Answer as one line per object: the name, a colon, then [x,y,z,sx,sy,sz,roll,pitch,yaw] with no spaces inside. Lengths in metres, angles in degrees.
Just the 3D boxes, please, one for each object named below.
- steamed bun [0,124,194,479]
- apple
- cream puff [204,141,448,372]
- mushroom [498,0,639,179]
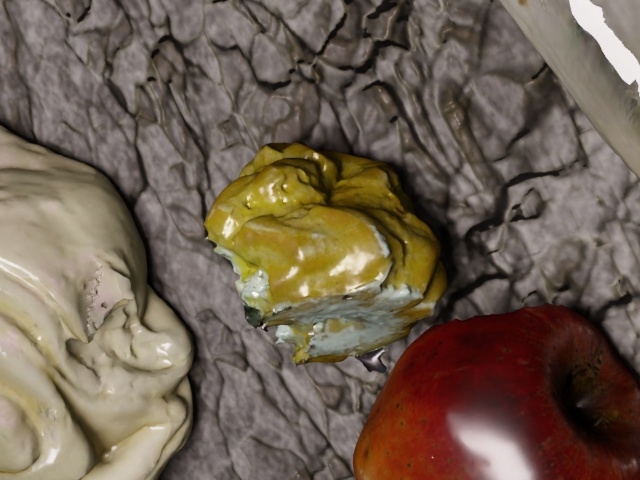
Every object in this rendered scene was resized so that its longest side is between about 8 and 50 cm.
steamed bun: [-0.235,0.088,0.994,0.275,0.206,0.320,-37,91,35]
apple: [0.100,0.125,0.837,0.156,0.147,0.158,43,129,-16]
cream puff: [-0.001,-0.001,0.858,0.121,0.156,0.156,-32,91,6]
mushroom: [0.168,-0.120,0.708,0.159,0.122,0.329,-23,96,45]
